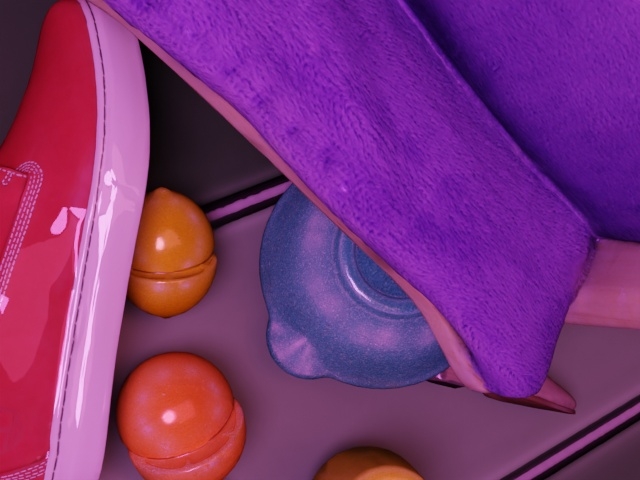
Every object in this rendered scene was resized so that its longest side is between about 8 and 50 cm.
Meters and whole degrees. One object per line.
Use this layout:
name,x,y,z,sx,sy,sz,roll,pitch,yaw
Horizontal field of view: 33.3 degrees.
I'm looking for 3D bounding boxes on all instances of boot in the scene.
boot,0.110,0.052,0.647,0.118,0.042,0.087,18,74,-24
boot,-0.178,-0.007,0.488,0.176,0.088,0.244,10,83,-24

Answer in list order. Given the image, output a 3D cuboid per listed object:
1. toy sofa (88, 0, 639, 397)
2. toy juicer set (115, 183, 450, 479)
toy sofa,0.067,-0.086,0.439,0.362,0.150,0.177,45,64,-28
toy juicer set,0.000,0.000,0.584,0.209,0.089,0.329,19,78,-5
